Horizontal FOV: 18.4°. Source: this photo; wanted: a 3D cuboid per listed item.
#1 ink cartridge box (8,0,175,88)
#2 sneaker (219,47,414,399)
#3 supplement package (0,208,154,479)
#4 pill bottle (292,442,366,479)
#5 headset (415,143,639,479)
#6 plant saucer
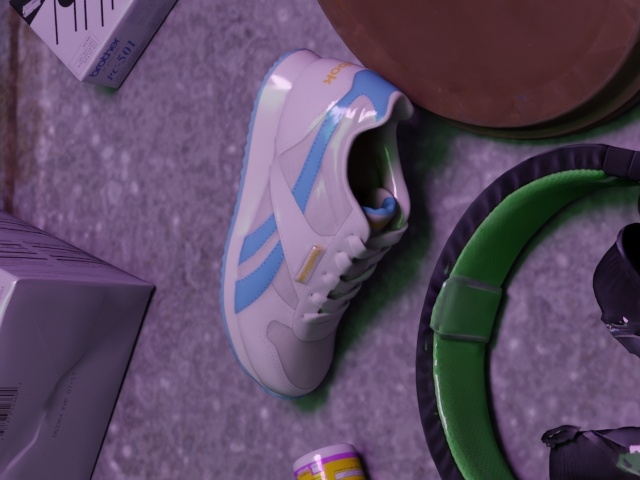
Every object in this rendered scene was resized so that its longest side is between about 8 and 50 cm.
[{"bbox_3d":[-0.130,-0.219,1.398,0.097,0.046,0.207,46,111,28],"label":"ink cartridge box"},{"bbox_3d":[0.000,0.000,1.243,0.092,0.087,0.229,20,115,32],"label":"sneaker"},{"bbox_3d":[-0.263,0.081,1.400,0.203,0.149,0.194,24,100,33],"label":"supplement package"},{"bbox_3d":[0.014,0.175,1.262,0.043,0.043,0.083,-29,70,29],"label":"pill bottle"},{"bbox_3d":[0.186,0.082,1.066,0.394,0.185,0.243,20,98,46],"label":"headset"},{"bbox_3d":[0.092,-0.182,1.164,0.278,0.041,0.278,17,124,27],"label":"plant saucer"}]
